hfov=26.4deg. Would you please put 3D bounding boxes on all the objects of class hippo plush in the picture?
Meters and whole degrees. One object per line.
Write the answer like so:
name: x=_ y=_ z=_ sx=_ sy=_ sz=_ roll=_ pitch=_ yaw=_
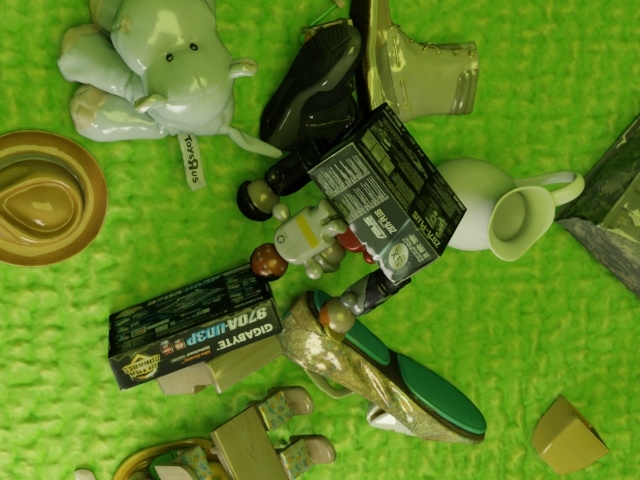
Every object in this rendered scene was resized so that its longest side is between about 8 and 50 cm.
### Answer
hippo plush: x=-0.199 y=-0.192 z=1.647 sx=0.234 sy=0.236 sz=0.294 roll=-22 pitch=96 yaw=-3

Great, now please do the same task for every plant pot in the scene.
plant pot: x=0.362 y=0.297 z=2.023 sx=0.083 sy=0.081 sz=0.081 roll=-43 pitch=110 yaw=9

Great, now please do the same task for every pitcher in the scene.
pitcher: x=0.239 y=-0.055 z=1.842 sx=0.177 sy=0.207 sz=0.126 roll=-28 pitch=111 yaw=-20

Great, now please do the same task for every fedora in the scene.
fedora: x=-0.363 y=-0.048 z=1.734 sx=0.194 sy=0.079 sz=0.194 roll=-3 pitch=102 yaw=-15

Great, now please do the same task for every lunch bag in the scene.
lunch bag: x=0.524 y=-0.062 z=1.951 sx=0.235 sy=0.169 sz=0.287 roll=41 pitch=80 yaw=-16

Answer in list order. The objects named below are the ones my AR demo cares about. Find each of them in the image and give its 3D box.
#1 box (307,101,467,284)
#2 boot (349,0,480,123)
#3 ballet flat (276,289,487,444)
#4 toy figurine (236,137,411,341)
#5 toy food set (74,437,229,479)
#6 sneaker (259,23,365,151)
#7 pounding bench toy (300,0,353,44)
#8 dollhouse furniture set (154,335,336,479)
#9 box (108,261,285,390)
box: x=0.087 y=-0.060 z=1.702 sx=0.077 sy=0.147 sz=0.180 roll=-32 pitch=102 yaw=30
boot: x=0.129 y=-0.261 z=1.837 sx=0.165 sy=0.077 sz=0.213 roll=-9 pitch=109 yaw=-14
ballet flat: x=0.077 y=0.198 z=1.908 sx=0.348 sy=0.123 sz=0.123 roll=37 pitch=89 yaw=-21
toy figurine: x=0.000 y=0.000 z=1.767 sx=0.148 sy=0.210 sz=0.213 roll=-35 pitch=127 yaw=23
toy food set: x=-0.214 y=0.351 z=1.865 sx=0.217 sy=0.071 sz=0.128 roll=-13 pitch=105 yaw=-13
sneaker: x=0.022 y=-0.191 z=1.774 sx=0.130 sy=0.087 sz=0.227 roll=9 pitch=140 yaw=-27
pounding bench toy: x=0.006 y=-0.276 z=1.809 sx=0.065 sy=0.052 sz=0.083 roll=-15 pitch=105 yaw=-13
dollhouse furniture set: x=-0.097 y=0.248 z=1.792 sx=0.212 sy=0.161 sz=0.242 roll=-30 pitch=100 yaw=-34
box: x=-0.164 y=0.106 z=1.759 sx=0.220 sy=0.175 sz=0.051 roll=-21 pitch=107 yaw=-3
